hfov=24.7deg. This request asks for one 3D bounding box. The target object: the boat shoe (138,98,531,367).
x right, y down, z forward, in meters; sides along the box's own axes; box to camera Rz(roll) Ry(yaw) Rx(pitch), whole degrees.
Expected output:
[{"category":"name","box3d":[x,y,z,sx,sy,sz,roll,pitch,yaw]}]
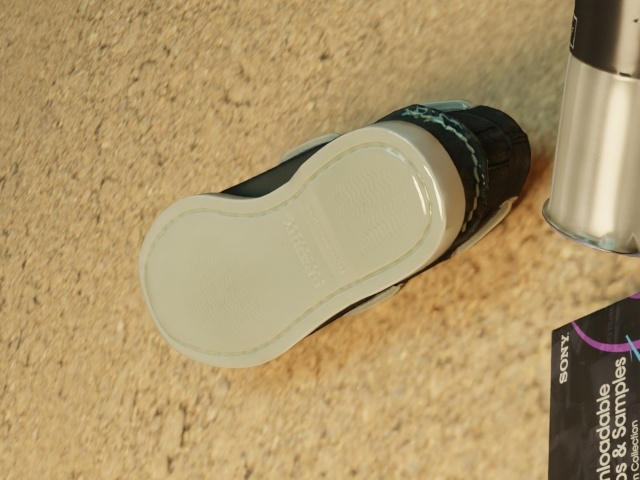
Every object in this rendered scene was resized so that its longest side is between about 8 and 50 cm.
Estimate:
[{"category":"boat shoe","box3d":[0.000,0.000,0.856,0.302,0.091,0.114,-17,95,50]}]

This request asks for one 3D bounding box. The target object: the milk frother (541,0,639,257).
[{"category":"milk frother","box3d":[0.181,-0.067,0.627,0.143,0.129,0.134,20,120,33]}]

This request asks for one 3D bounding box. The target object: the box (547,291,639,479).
[{"category":"box","box3d":[0.160,0.064,0.602,0.162,0.029,0.116,-32,40,43]}]
